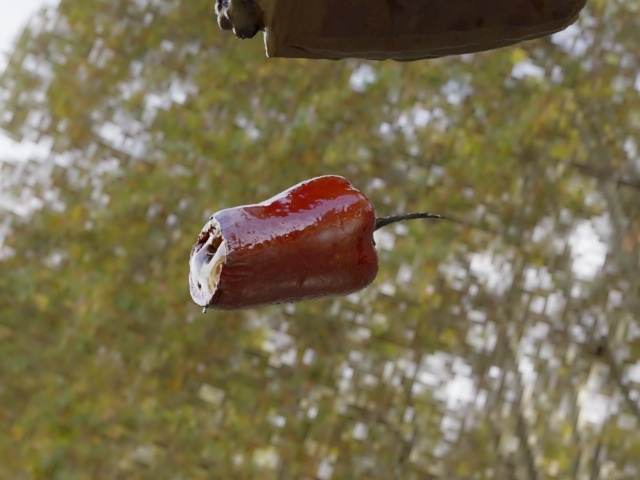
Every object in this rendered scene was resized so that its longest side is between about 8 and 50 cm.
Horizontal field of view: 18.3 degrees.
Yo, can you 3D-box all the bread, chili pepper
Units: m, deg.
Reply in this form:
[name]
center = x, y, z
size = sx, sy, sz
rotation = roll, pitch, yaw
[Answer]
[bread]
center = 0.071, -0.289, 1.569
size = 0.325, 0.167, 0.277
rotation = -5, -47, -19
[chili pepper]
center = 0.000, 0.000, 1.361
size = 0.192, 0.086, 0.084
rotation = -11, -45, -23
